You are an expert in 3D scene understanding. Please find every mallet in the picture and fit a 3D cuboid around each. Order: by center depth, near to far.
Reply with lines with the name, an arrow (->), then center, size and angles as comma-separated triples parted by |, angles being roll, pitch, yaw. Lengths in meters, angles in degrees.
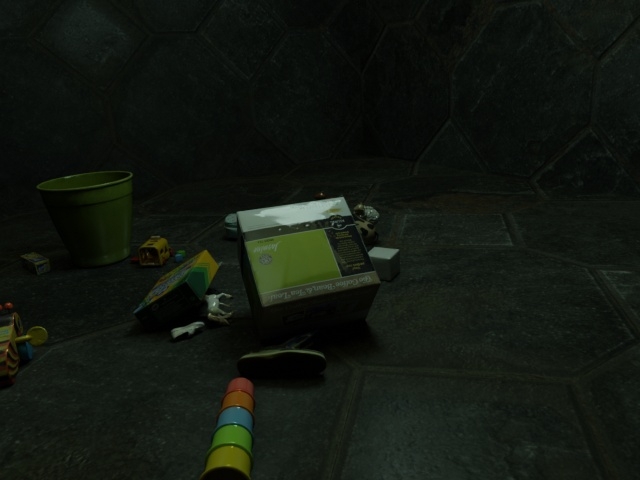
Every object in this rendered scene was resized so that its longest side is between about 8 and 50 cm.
mallet -> -0.399, 0.212, 1.670 | 0.063, 0.039, 0.190 | 7, 26, 24

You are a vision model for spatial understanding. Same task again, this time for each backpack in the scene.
backpack -> -0.349, -0.067, 2.361 | 0.182, 0.115, 0.152 | -4, 21, 9

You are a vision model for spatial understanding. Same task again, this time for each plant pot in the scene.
plant pot -> -0.954, -0.085, 2.169 | 0.367, 0.352, 0.366 | -4, 18, 1

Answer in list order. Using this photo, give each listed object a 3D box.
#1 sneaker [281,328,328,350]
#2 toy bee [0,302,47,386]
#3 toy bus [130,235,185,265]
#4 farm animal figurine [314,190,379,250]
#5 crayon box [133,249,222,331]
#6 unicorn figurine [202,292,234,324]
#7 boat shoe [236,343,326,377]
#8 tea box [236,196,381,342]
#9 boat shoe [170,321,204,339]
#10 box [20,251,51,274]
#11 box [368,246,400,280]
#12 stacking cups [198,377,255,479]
sneaker -> -0.042, 0.270, 1.381 | 0.144, 0.053, 0.059 | -17, 20, -36
toy bee -> -0.872, 0.265, 1.408 | 0.195, 0.162, 0.298 | -20, 24, -35
toy bus -> -0.684, 0.035, 2.142 | 0.191, 0.104, 0.202 | -20, 24, -40
farm animal figurine -> 0.080, -0.061, 2.007 | 0.327, 0.172, 0.330 | 20, 49, -10
crayon box -> -0.452, 0.146, 1.666 | 0.203, 0.083, 0.323 | -31, 15, 10
unicorn figurine -> -0.329, 0.201, 1.599 | 0.111, 0.060, 0.162 | 7, 17, -18
boat shoe -> -0.094, 0.293, 1.280 | 0.224, 0.080, 0.073 | -6, 23, 8
tea box -> -0.050, 0.079, 1.479 | 0.329, 0.219, 0.323 | -9, 55, -16
boat shoe -> -0.385, 0.268, 1.500 | 0.100, 0.035, 0.035 | -11, 46, -30
box -> -1.193, 0.095, 2.149 | 0.169, 0.054, 0.059 | 13, 25, 41
box -> 0.220, 0.082, 1.831 | 0.102, 0.087, 0.101 | 6, 21, 28
stacking cups -> -0.166, 0.383, 1.026 | 0.096, 0.095, 0.316 | -4, 15, 0
